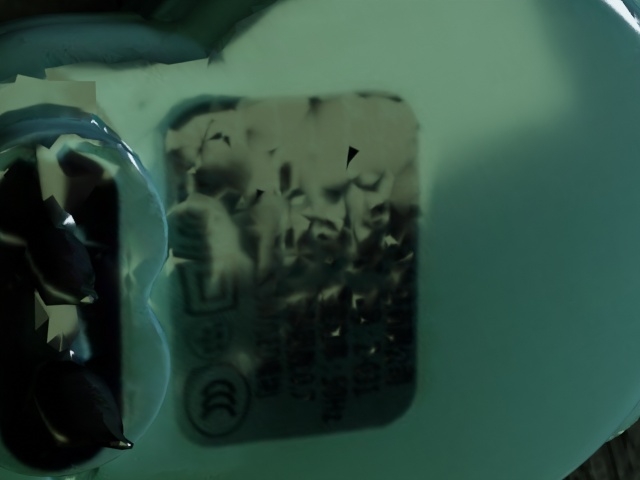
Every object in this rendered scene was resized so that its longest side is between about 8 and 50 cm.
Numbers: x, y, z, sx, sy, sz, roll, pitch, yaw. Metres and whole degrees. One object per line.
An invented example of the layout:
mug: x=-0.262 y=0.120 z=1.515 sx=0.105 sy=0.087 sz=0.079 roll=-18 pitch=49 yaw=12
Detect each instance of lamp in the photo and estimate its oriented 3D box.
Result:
lamp: x=-0.006 y=-0.003 z=0.511 sx=0.284 sy=0.147 sz=0.209 roll=-12 pitch=109 yaw=-35
